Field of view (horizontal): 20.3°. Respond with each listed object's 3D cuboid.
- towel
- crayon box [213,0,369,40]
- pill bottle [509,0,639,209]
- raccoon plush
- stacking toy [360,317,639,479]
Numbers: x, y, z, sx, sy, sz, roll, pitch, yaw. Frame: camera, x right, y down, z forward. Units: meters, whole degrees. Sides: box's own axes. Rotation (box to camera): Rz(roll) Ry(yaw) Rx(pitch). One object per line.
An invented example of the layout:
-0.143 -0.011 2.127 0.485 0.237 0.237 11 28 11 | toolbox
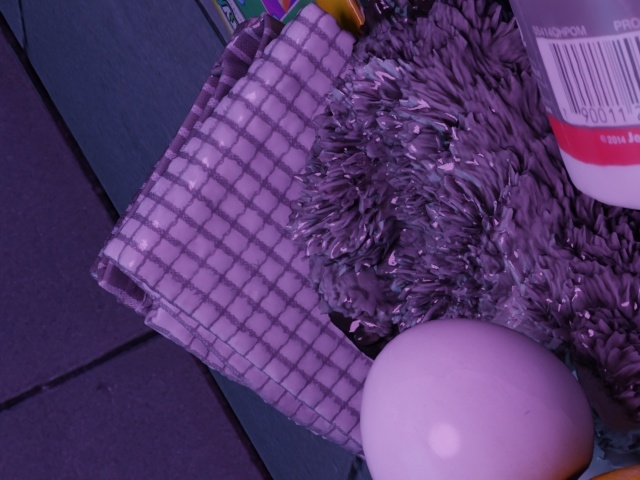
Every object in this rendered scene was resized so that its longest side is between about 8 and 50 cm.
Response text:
0.000 0.000 1.254 0.283 0.235 0.121 37 174 -27 | towel
-0.044 -0.296 1.346 0.363 0.106 0.313 63 166 0 | crayon box
0.145 -0.188 0.765 0.176 0.176 0.318 26 140 66 | pill bottle
0.115 -0.064 1.053 0.299 0.216 0.446 14 129 60 | raccoon plush
0.182 0.234 0.868 0.480 0.350 0.350 47 160 17 | stacking toy
